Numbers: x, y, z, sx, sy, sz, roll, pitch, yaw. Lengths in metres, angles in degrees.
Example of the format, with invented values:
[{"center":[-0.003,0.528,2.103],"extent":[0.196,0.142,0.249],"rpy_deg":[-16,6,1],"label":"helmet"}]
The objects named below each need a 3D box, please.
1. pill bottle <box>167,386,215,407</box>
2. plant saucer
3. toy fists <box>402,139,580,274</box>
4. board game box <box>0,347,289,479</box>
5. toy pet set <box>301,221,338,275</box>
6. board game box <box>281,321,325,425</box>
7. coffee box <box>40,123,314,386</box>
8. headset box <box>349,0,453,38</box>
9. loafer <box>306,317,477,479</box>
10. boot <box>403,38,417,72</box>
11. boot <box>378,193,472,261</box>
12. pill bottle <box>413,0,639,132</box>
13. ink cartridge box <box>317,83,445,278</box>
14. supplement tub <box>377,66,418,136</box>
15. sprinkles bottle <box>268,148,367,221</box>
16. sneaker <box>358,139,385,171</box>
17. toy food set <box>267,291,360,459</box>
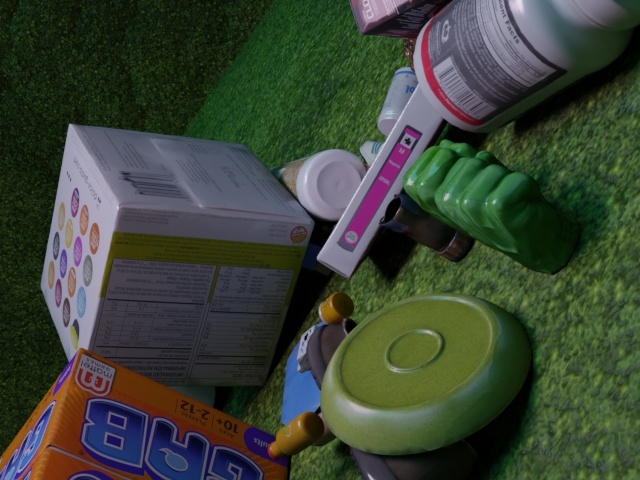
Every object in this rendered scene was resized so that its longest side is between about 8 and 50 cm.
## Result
[{"center":[-0.348,0.313,2.092],"extent":[0.363,0.210,0.210],"rpy_deg":[-23,43,64],"label":"pill bottle"},{"center":[0.106,0.130,1.143],"extent":[0.240,0.037,0.241],"rpy_deg":[-18,32,12],"label":"plant saucer"},{"center":[0.188,-0.050,1.230],"extent":[0.096,0.142,0.279],"rpy_deg":[-61,18,5],"label":"toy fists"},{"center":[-0.295,0.448,1.497],"extent":[0.356,0.356,0.356],"rpy_deg":[-49,22,34],"label":"board game box"},{"center":[0.000,0.000,1.813],"extent":[0.114,0.065,0.122],"rpy_deg":[-65,17,-7],"label":"toy pet set"},{"center":[-0.005,0.205,1.585],"extent":[0.133,0.033,0.169],"rpy_deg":[-41,32,39],"label":"board game box"},{"center":[-0.264,0.029,1.820],"extent":[0.338,0.338,0.335],"rpy_deg":[49,129,53],"label":"coffee box"},{"center":[0.188,-0.372,1.444],"extent":[0.293,0.218,0.110],"rpy_deg":[-22,83,41],"label":"headset box"},{"center":[0.090,0.195,1.223],"extent":[0.130,0.134,0.366],"rpy_deg":[-34,31,1],"label":"loafer"},{"center":[0.184,-0.313,1.722],"extent":[0.158,0.084,0.059],"rpy_deg":[-92,6,-65],"label":"boot"},{"center":[0.128,-0.043,1.445],"extent":[0.082,0.106,0.219],"rpy_deg":[-62,17,7],"label":"boot"},{"center":[0.264,-0.263,1.273],"extent":[0.318,0.176,0.176],"rpy_deg":[-30,36,59],"label":"pill bottle"},{"center":[0.121,-0.127,1.545],"extent":[0.371,0.069,0.176],"rpy_deg":[-62,-6,16],"label":"ink cartridge box"},{"center":[0.142,-0.226,1.739],"extent":[0.071,0.071,0.107],"rpy_deg":[-29,38,60],"label":"supplement tub"},{"center":[-0.022,-0.090,1.902],"extent":[0.121,0.121,0.355],"rpy_deg":[-65,15,-8],"label":"sprinkles bottle"},{"center":[0.113,-0.139,1.744],"extent":[0.075,0.057,0.161],"rpy_deg":[-37,20,11],"label":"sneaker"},{"center":[0.006,0.194,1.432],"extent":[0.104,0.111,0.232],"rpy_deg":[-42,29,46],"label":"toy food set"}]
